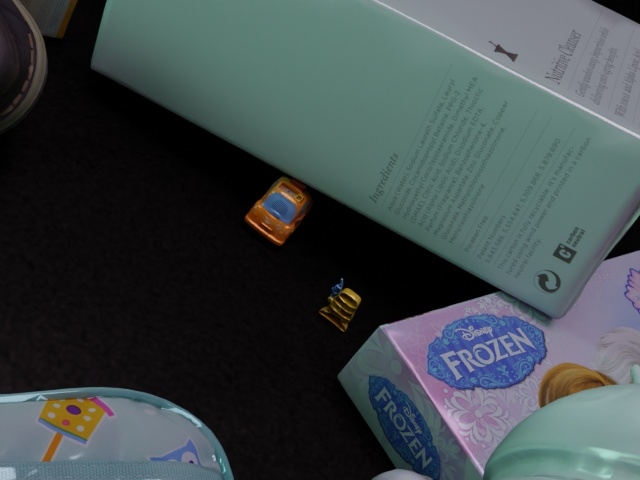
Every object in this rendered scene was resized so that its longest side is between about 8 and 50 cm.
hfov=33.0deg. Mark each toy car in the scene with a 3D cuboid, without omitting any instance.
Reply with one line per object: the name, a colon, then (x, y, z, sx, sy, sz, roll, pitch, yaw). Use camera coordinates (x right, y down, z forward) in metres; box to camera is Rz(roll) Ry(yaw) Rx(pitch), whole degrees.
toy car: (0.000, 0.000, 0.759, 0.122, 0.040, 0.060, 48, 41, 15)

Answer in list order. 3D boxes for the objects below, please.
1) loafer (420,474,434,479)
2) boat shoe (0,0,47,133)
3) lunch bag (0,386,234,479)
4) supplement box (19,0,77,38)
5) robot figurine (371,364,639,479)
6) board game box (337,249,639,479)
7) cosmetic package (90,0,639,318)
loafer: (0.039, 0.187, 0.610, 0.045, 0.039, 0.125, -1, 31, 25)
boat shoe: (-0.314, -0.182, 0.603, 0.355, 0.130, 0.132, 27, 82, -14)
lunch bag: (-0.157, 0.162, 0.435, 0.279, 0.108, 0.224, 6, 48, -31)
supplement box: (-0.224, -0.185, 0.767, 0.098, 0.062, 0.036, 6, 49, -32)
robot figurine: (0.126, 0.208, 0.470, 0.300, 0.200, 0.353, 24, 61, 24)
board game box: (0.218, 0.166, 0.729, 0.319, 0.066, 0.318, -12, 59, -42)
cosmetic package: (0.057, -0.134, 0.793, 0.385, 0.156, 0.217, 29, 34, 3)
